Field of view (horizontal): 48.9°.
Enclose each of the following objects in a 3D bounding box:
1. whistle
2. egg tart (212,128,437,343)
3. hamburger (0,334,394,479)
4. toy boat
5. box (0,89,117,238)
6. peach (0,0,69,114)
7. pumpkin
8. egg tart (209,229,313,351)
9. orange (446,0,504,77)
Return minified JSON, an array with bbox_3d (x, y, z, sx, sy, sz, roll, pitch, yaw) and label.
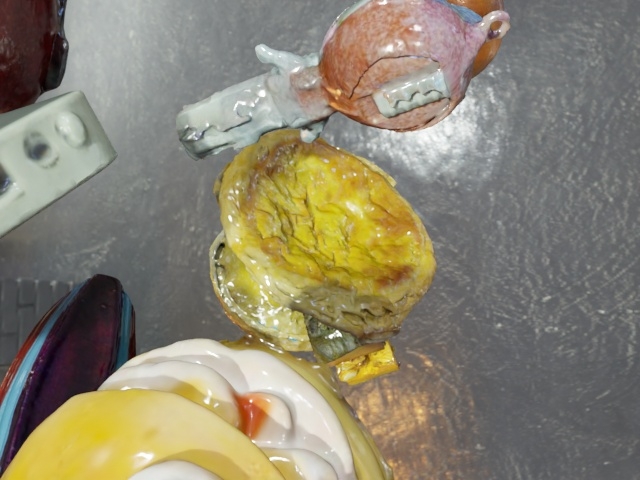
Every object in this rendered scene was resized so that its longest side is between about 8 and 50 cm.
[{"bbox_3d":[0.017,-0.157,0.700,0.346,0.142,0.134,-17,72,17],"label":"whistle"},{"bbox_3d":[-0.003,-0.003,0.972,0.129,0.341,0.341,-48,53,40],"label":"egg tart"},{"bbox_3d":[-0.096,0.206,0.440,0.276,0.236,0.277,2,95,24],"label":"hamburger"},{"bbox_3d":[-0.263,0.186,0.704,0.392,0.136,0.079,-89,22,-50],"label":"toy boat"},{"bbox_3d":[-0.389,0.014,0.570,0.373,0.367,0.091,-13,115,41],"label":"box"},{"bbox_3d":[-0.452,-0.272,0.698,0.338,0.417,0.353,1,58,28],"label":"peach"},{"bbox_3d":[0.070,0.209,1.398,0.139,0.190,0.281,-20,111,8],"label":"pumpkin"},{"bbox_3d":[-0.064,0.067,1.614,0.388,0.387,0.169,62,143,31],"label":"egg tart"},{"bbox_3d":[0.235,-0.449,1.406,0.284,0.226,0.284,58,168,21],"label":"orange"}]
